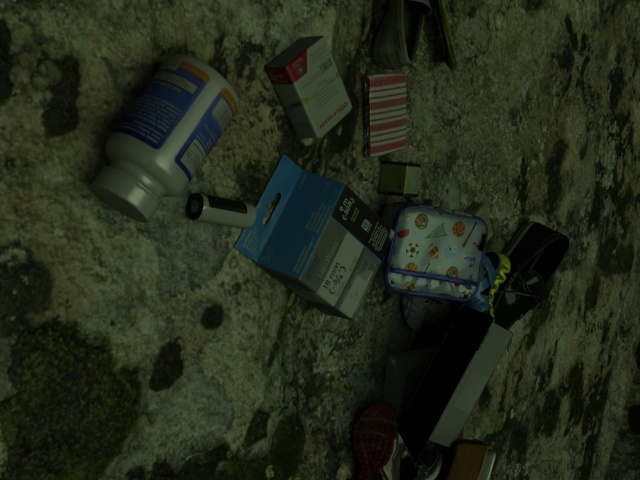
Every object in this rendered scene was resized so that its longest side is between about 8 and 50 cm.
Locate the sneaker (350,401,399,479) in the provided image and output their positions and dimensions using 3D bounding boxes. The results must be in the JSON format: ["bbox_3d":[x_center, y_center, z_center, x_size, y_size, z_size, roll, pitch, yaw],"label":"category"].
[{"bbox_3d":[0.153,0.554,1.823,0.112,0.121,0.299,-26,124,-55],"label":"sneaker"}]

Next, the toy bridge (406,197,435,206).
[{"bbox_3d":[0.286,-0.079,1.869,0.188,0.026,0.063,31,79,-45],"label":"toy bridge"}]

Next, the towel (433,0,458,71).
[{"bbox_3d":[0.303,-0.549,1.748,0.021,0.102,0.237,-17,117,4],"label":"towel"}]

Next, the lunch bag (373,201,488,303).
[{"bbox_3d":[0.282,0.037,1.754,0.303,0.115,0.243,11,91,-24],"label":"lunch bag"}]

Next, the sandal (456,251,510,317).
[{"bbox_3d":[0.446,0.160,2.027,0.138,0.126,0.317,33,67,-40],"label":"sandal"}]

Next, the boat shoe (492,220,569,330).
[{"bbox_3d":[0.619,0.144,2.167,0.500,0.156,0.187,-51,132,-23],"label":"boat shoe"}]

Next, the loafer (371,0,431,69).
[{"bbox_3d":[0.215,-0.554,1.630,0.112,0.111,0.319,14,89,-46],"label":"loafer"}]

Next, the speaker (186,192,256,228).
[{"bbox_3d":[-0.193,-0.057,1.370,0.136,0.055,0.055,10,92,-46],"label":"speaker"}]

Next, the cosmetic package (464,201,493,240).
[{"bbox_3d":[0.467,-0.049,2.047,0.060,0.041,0.115,-43,127,-31],"label":"cosmetic package"}]

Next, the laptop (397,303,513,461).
[{"bbox_3d":[0.386,0.389,1.813,0.408,0.236,0.382,29,89,-38],"label":"laptop"}]

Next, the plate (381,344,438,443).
[{"bbox_3d":[0.275,0.443,1.961,0.277,0.045,0.278,-1,100,-46],"label":"plate"}]

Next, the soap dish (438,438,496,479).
[{"bbox_3d":[0.409,0.725,2.049,0.229,0.118,0.291,68,43,-78],"label":"soap dish"}]

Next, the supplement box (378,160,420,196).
[{"bbox_3d":[0.195,-0.152,1.719,0.056,0.083,0.083,-1,99,-45],"label":"supplement box"}]

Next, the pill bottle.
[{"bbox_3d":[-0.270,-0.172,1.196,0.152,0.152,0.272,46,67,-41],"label":"pill bottle"}]

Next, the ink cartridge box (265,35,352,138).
[{"bbox_3d":[-0.022,-0.321,1.469,0.127,0.072,0.175,-46,128,-29],"label":"ink cartridge box"}]

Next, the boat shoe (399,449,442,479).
[{"bbox_3d":[0.263,0.659,1.979,0.228,0.080,0.076,-29,120,-29],"label":"boat shoe"}]

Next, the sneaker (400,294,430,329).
[{"bbox_3d":[0.276,0.127,1.864,0.085,0.086,0.237,4,97,-47],"label":"sneaker"}]

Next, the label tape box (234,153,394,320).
[{"bbox_3d":[0.000,0.000,1.541,0.334,0.106,0.240,40,70,-43],"label":"label tape box"}]

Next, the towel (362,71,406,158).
[{"bbox_3d":[0.157,-0.306,1.690,0.144,0.029,0.197,-18,114,-42],"label":"towel"}]
